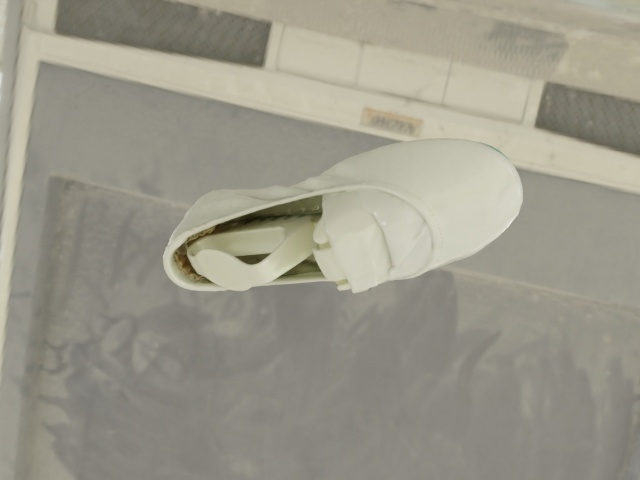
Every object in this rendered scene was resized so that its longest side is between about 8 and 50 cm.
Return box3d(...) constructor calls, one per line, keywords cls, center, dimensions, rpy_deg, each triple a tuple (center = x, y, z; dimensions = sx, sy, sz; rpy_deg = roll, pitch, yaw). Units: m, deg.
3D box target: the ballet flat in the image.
box3d(cls="ballet flat", center=(0.000, 0.000, 0.855), dimensions=(0.400, 0.139, 0.139), rpy_deg=(-7, 166, 38))
